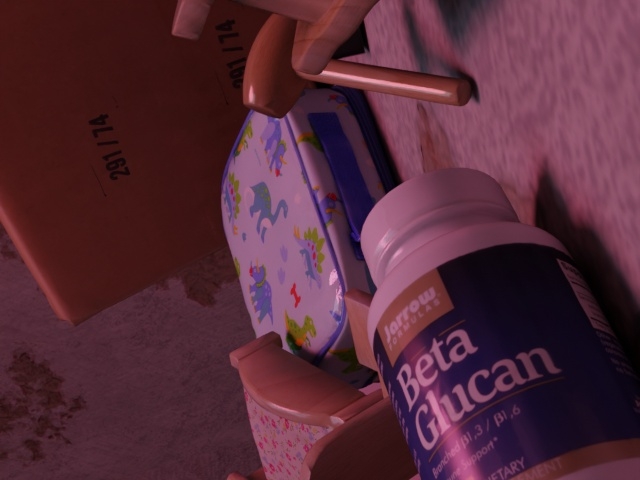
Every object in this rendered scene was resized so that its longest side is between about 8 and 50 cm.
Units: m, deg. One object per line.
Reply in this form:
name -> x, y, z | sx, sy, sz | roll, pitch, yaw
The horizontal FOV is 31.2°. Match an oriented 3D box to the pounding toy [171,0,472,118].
pounding toy -> 0.019, -0.159, 0.550 | 0.269, 0.155, 0.154 | 151, 132, -74

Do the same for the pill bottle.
pill bottle -> 0.073, 0.052, 0.463 | 0.094, 0.094, 0.169 | 82, 170, -50

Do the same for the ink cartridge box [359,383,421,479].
ink cartridge box -> 0.048, 0.182, 1.041 | 0.158, 0.092, 0.218 | 84, 167, -59

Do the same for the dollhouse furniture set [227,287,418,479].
dollhouse furniture set -> -0.036, 0.160, 0.740 | 0.355, 0.174, 0.303 | 20, 129, 51

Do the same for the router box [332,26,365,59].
router box -> -0.019, -0.227, 0.819 | 0.133, 0.046, 0.179 | -119, 15, -64

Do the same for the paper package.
paper package -> -0.171, -0.142, 1.016 | 0.325, 0.309, 0.168 | 66, 173, -29

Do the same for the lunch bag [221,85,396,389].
lunch bag -> 0.000, 0.000, 0.876 | 0.176, 0.090, 0.219 | 118, 139, -51
